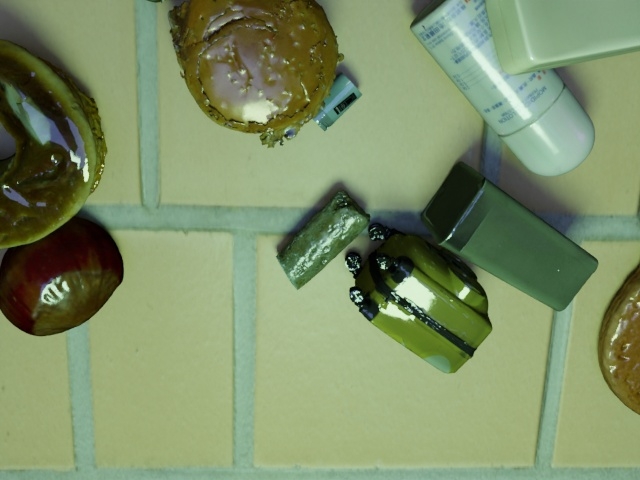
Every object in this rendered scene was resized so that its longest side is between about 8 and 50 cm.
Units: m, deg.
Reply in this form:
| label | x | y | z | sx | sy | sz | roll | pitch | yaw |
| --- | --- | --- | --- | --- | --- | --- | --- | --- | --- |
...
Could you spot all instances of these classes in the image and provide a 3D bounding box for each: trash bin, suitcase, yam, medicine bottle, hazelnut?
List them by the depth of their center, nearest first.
| label | x | y | z | sx | sy | sz | roll | pitch | yaw |
| --- | --- | --- | --- | --- | --- | --- | --- | --- | --- |
| medicine bottle | 0.294 | -0.242 | 1.164 | 0.130 | 0.130 | 0.341 | -42 | 103 | 8 |
| hazelnut | -0.413 | 0.058 | 1.205 | 0.202 | 0.161 | 0.170 | -42 | 123 | -30 |
| suitcase | 0.164 | 0.085 | 1.215 | 0.235 | 0.194 | 0.143 | 36 | 104 | -11 |
| trash bin | 0.303 | -0.006 | 1.221 | 0.241 | 0.164 | 0.122 | 31 | 102 | -14 |
| yam | 0.000 | 0.000 | 1.244 | 0.179 | 0.078 | 0.078 | -43 | 104 | 12 |

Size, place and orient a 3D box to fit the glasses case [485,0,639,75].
| label | x | y | z | sx | sy | sz | roll | pitch | yaw |
| --- | --- | --- | --- | --- | --- | --- | --- | --- | --- |
| glasses case | 0.392 | -0.332 | 1.106 | 0.313 | 0.070 | 0.131 | -16 | 92 | -25 |

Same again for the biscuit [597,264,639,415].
| label | x | y | z | sx | sy | sz | roll | pitch | yaw |
| --- | --- | --- | --- | --- | --- | --- | --- | --- | --- |
| biscuit | 0.692 | 0.123 | 1.324 | 0.350 | 0.078 | 0.455 | 40 | 101 | -16 |

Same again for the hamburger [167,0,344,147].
| label | x | y | z | sx | sy | sz | roll | pitch | yaw |
| --- | --- | --- | --- | --- | --- | --- | --- | --- | --- |
| hamburger | -0.089 | -0.267 | 1.100 | 0.245 | 0.211 | 0.260 | -10 | 102 | -6 |

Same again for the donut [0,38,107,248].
| label | x | y | z | sx | sy | sz | roll | pitch | yaw |
| --- | --- | --- | --- | --- | --- | --- | --- | --- | --- |
| donut | -0.491 | -0.150 | 1.132 | 0.330 | 0.160 | 0.329 | -1 | 112 | -2 |

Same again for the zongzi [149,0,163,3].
| label | x | y | z | sx | sy | sz | roll | pitch | yaw |
| --- | --- | --- | --- | --- | --- | --- | --- | --- | --- |
| zongzi | -0.232 | -0.505 | 1.064 | 0.251 | 0.125 | 0.274 | 43 | 93 | -13 |

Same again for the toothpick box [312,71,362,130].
| label | x | y | z | sx | sy | sz | roll | pitch | yaw |
| --- | --- | --- | --- | --- | --- | --- | --- | --- | --- |
| toothpick box | 0.019 | -0.220 | 1.194 | 0.083 | 0.052 | 0.052 | -43 | 104 | 7 |
